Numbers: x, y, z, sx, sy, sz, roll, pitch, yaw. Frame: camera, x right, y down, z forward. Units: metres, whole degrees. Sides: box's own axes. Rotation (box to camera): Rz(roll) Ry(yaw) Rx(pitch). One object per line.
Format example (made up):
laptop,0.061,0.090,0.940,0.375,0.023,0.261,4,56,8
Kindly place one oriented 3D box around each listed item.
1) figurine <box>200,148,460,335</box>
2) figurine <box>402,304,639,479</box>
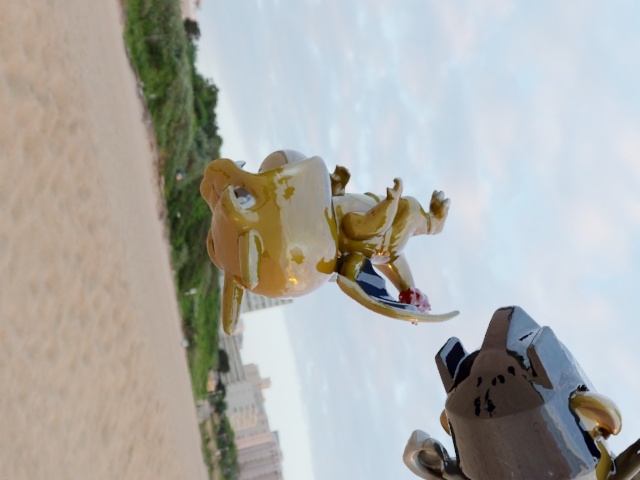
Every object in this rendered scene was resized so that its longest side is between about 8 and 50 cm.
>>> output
figurine,0.017,0.001,1.136,0.401,0.386,0.268,41,-53,56
figurine,0.220,0.210,0.669,0.143,0.308,0.309,-66,151,-68
